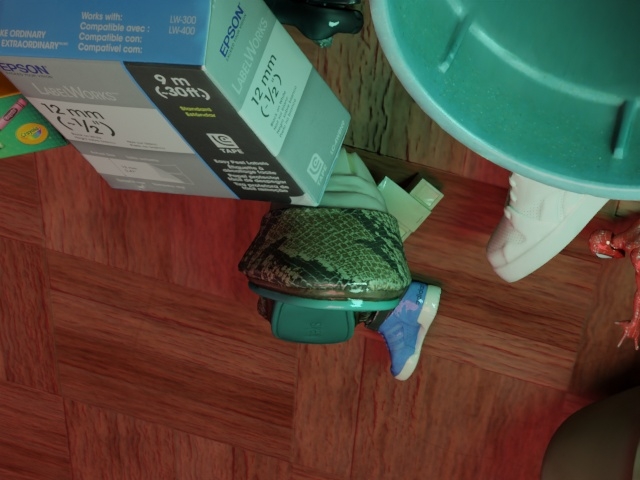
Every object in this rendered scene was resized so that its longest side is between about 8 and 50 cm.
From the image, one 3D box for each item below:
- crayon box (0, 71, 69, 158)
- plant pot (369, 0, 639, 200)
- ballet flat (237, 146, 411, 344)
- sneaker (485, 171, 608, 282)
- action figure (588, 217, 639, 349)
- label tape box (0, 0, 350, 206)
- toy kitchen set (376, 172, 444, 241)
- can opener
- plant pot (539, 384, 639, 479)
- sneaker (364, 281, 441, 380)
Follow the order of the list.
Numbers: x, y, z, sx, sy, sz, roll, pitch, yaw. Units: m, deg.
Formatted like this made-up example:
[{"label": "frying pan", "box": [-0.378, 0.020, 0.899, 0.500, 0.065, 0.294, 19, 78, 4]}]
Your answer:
[{"label": "crayon box", "box": [-0.358, -0.164, 1.940, 0.278, 0.165, 0.081, -8, 134, 33]}, {"label": "plant pot", "box": [0.246, -0.267, 1.383, 0.341, 0.334, 0.341, 14, 143, 11]}, {"label": "ballet flat", "box": [0.000, 0.000, 1.856, 0.164, 0.182, 0.483, 4, 173, -2]}, {"label": "sneaker", "box": [0.209, -0.089, 1.819, 0.169, 0.108, 0.292, 31, 132, -10]}, {"label": "action figure", "box": [0.411, 0.051, 1.890, 0.280, 0.091, 0.139, 13, 133, 11]}, {"label": "label tape box", "box": [-0.160, -0.168, 1.646, 0.249, 0.115, 0.348, 7, 156, 32]}, {"label": "toy kitchen set", "box": [0.073, -0.049, 1.985, 0.068, 0.075, 0.083, 37, 100, -25]}, {"label": "can opener", "box": [-0.044, -0.231, 1.810, 0.186, 0.073, 0.059, 7, 179, 23]}, {"label": "plant pot", "box": [0.403, 0.275, 2.036, 0.323, 0.323, 0.280, 42, 156, -25]}, {"label": "sneaker", "box": [0.082, 0.099, 2.136, 0.084, 0.058, 0.152, 15, 139, -1]}]
